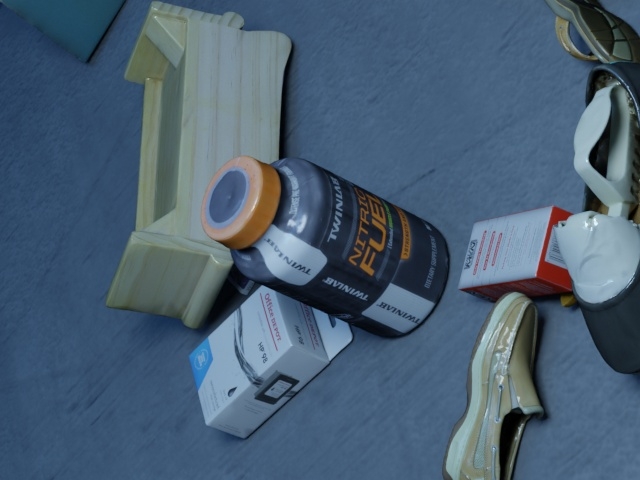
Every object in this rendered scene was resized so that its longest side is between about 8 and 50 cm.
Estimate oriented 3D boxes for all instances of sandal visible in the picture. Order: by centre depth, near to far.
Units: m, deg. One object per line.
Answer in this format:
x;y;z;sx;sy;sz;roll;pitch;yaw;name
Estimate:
0.252;-0.203;1.638;0.049;0.072;0.180;-66;33;24;sandal

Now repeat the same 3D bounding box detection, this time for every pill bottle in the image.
0.000;0.000;1.670;0.130;0.246;0.130;-26;52;39;pill bottle

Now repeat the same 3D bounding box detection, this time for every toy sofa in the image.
-0.140;-0.088;1.976;0.150;0.177;0.362;122;154;-53;toy sofa

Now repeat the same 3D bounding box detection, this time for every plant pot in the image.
-0.348;-0.406;2.377;0.234;0.165;0.166;-53;39;2;plant pot

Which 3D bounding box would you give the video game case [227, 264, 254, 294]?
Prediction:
-0.075;-0.008;1.953;0.122;0.011;0.087;-58;38;9;video game case

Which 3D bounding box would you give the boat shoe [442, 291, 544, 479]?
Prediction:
0.174;0.144;1.547;0.072;0.068;0.190;15;91;40;boat shoe

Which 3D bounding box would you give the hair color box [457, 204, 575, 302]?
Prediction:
0.187;0.014;1.581;0.141;0.043;0.072;-12;60;64;hair color box

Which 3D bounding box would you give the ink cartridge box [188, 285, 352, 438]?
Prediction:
-0.056;0.115;1.822;0.180;0.060;0.104;-44;42;24;ink cartridge box

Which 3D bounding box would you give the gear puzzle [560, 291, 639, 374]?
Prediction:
0.318;0.038;1.452;0.339;0.044;0.175;3;74;53;gear puzzle

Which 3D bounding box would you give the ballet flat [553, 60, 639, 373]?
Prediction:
0.247;-0.027;1.457;0.095;0.096;0.280;-20;56;48;ballet flat
